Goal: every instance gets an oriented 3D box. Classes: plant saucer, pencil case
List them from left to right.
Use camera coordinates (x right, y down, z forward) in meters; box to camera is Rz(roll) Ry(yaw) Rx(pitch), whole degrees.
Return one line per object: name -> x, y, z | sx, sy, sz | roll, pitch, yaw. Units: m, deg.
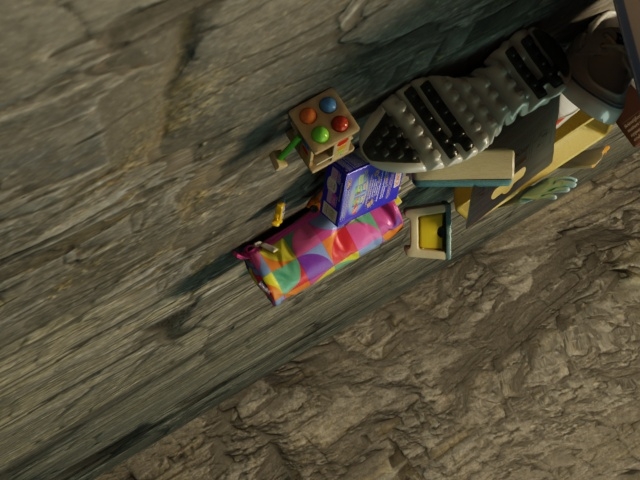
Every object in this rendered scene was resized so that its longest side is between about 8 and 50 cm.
pencil case -> 0.000, 0.000, 1.237 | 0.236, 0.104, 0.104 | -31, 169, -10
plant saucer -> 0.388, -0.165, 1.633 | 0.333, 0.081, 0.333 | -34, 169, 10

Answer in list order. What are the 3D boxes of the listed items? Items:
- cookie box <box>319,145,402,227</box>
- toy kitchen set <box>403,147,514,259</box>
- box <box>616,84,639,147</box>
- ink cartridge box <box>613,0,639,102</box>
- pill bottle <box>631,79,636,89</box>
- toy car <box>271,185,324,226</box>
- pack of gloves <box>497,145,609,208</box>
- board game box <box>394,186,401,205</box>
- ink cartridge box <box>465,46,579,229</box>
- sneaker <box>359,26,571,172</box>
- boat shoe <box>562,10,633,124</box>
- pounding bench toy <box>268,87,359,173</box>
cookie box -> 0.056, -0.078, 1.117 | 0.107, 0.040, 0.091 | -25, 144, -32
toy kitchen set -> 0.178, -0.044, 1.163 | 0.122, 0.166, 0.207 | -1, -171, 2
box -> 0.768, -0.332, 1.811 | 0.381, 0.143, 0.191 | -20, 164, -41
ink cartridge box -> 0.428, -0.215, 0.967 | 0.151, 0.269, 0.395 | -14, 177, 26
pill bottle -> 0.572, -0.324, 1.269 | 0.264, 0.146, 0.146 | -32, 169, 2
toy car -> -0.007, -0.044, 1.137 | 0.122, 0.060, 0.040 | -28, 140, -53
pack of gloves -> 0.458, -0.142, 1.830 | 0.195, 0.046, 0.232 | -42, -160, -34
board game box -> 0.023, -0.014, 1.411 | 0.259, 0.039, 0.124 | -27, 169, -39
ink cartridge box -> 0.291, -0.134, 1.231 | 0.189, 0.066, 0.232 | -44, -153, 49
sneaker -> 0.165, -0.149, 1.040 | 0.292, 0.110, 0.118 | -27, 177, -24
boat shoe -> 0.360, -0.234, 1.117 | 0.084, 0.095, 0.258 | -58, -173, 34
pounding bench toy -> -0.011, -0.102, 0.864 | 0.083, 0.052, 0.065 | -30, 169, -10
